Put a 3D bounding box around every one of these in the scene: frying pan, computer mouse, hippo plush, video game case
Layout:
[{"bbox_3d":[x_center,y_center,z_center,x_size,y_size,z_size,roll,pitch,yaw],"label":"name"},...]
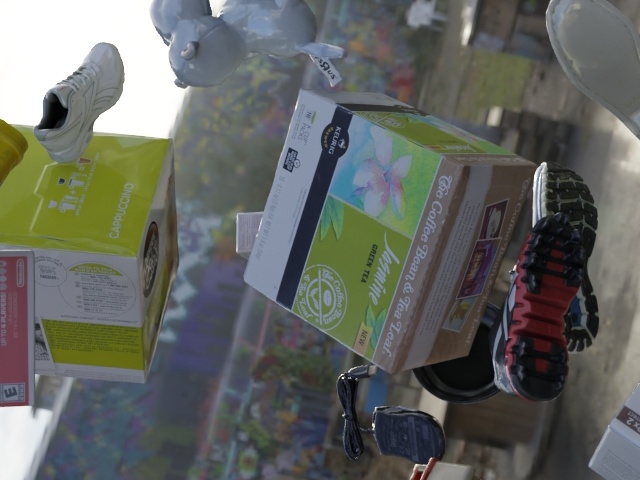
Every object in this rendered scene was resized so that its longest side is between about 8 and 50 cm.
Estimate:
[{"bbox_3d":[0.193,0.203,2.049,0.053,0.326,0.197,61,-154,-63],"label":"frying pan"},{"bbox_3d":[0.138,0.318,2.134,0.262,0.060,0.184,-9,92,47],"label":"computer mouse"},{"bbox_3d":[-0.139,-0.324,1.826,0.294,0.237,0.234,60,170,9],"label":"hippo plush"},{"bbox_3d":[-0.508,0.114,1.456,0.025,0.285,0.204,-177,87,-75],"label":"video game case"}]

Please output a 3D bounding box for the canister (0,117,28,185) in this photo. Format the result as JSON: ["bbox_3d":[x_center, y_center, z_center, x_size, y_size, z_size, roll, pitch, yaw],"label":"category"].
[{"bbox_3d":[-0.441,-0.058,1.399,0.126,0.073,0.170,-23,36,48],"label":"canister"}]

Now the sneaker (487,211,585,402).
[{"bbox_3d":[0.296,0.097,1.605,0.135,0.098,0.276,135,150,-68],"label":"sneaker"}]

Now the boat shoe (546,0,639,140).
[{"bbox_3d":[0.443,-0.251,1.685,0.116,0.324,0.096,-41,19,23],"label":"boat shoe"}]

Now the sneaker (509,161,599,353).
[{"bbox_3d":[0.382,0.028,1.962,0.147,0.130,0.329,-10,75,54],"label":"sneaker"}]

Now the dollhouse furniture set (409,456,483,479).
[{"bbox_3d":[0.118,0.389,1.321,0.259,0.262,0.135,-61,18,-22],"label":"dollhouse furniture set"}]

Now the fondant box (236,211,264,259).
[{"bbox_3d":[0.000,0.000,2.593,0.238,0.330,0.096,40,-132,-72],"label":"fondant box"}]

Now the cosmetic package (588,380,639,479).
[{"bbox_3d":[0.444,0.241,1.417,0.151,0.151,0.183,-50,-19,-18],"label":"cosmetic package"}]

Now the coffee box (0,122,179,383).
[{"bbox_3d":[-0.458,0.020,2.111,0.337,0.338,0.334,-83,-2,-48],"label":"coffee box"}]

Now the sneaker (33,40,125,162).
[{"bbox_3d":[-0.419,-0.253,1.992,0.232,0.090,0.115,-67,-23,-13],"label":"sneaker"}]

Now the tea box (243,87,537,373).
[{"bbox_3d":[0.101,-0.024,1.753,0.220,0.324,0.329,-5,-63,-51],"label":"tea box"}]
